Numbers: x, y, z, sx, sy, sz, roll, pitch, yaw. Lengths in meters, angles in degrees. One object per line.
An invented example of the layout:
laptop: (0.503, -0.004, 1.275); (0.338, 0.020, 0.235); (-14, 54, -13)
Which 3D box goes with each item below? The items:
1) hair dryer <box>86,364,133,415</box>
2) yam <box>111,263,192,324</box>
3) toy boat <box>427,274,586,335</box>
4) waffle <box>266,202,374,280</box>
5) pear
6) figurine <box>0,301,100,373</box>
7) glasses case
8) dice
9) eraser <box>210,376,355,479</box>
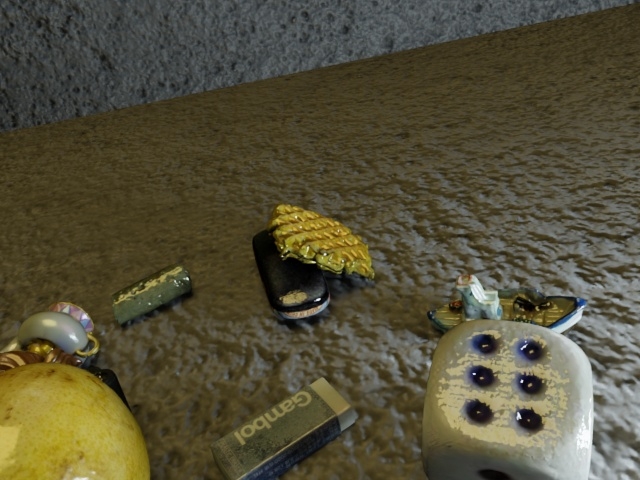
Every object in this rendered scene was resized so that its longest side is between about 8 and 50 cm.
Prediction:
hair dryer: (-0.394, 0.259, 1.014); (0.070, 0.128, 0.255); (-23, 23, -25)
yam: (-0.371, 0.115, 1.264); (0.179, 0.078, 0.078); (-28, 35, -18)
toy boat: (0.313, 0.116, 0.994); (0.262, 0.115, 0.114); (2, 35, 21)
waffle: (0.001, -0.002, 1.242); (0.245, 0.052, 0.254); (18, 21, -17)
pear: (-0.374, 0.316, 0.740); (0.315, 0.314, 0.314); (-9, 32, 5)
figurine: (-0.524, 0.233, 1.064); (0.190, 0.142, 0.263); (-4, 31, 11)
glasses case: (-0.070, 0.059, 1.240); (0.122, 0.082, 0.321); (-13, 31, -9)
dice: (0.238, 0.229, 0.745); (0.194, 0.191, 0.193); (7, 50, 20)
eraser: (-0.058, 0.300, 0.892); (0.213, 0.046, 0.092); (-28, 35, -23)
